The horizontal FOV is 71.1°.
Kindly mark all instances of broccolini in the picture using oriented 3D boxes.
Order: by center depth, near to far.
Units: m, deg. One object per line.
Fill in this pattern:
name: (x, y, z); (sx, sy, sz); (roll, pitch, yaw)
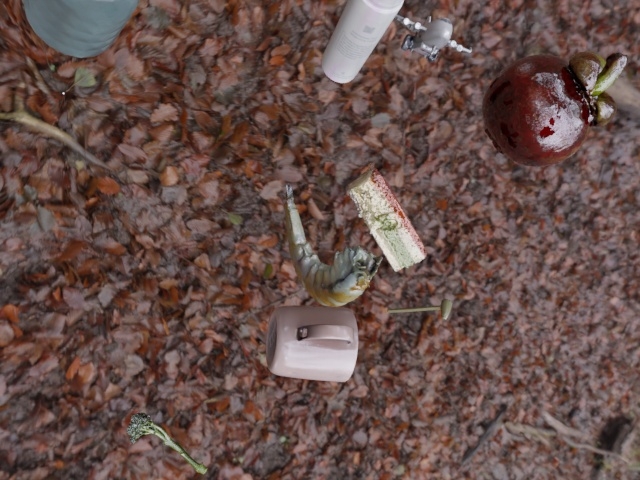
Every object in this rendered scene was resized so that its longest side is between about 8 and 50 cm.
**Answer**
broccolini: (-0.302, 0.401, 0.894); (0.194, 0.052, 0.054); (42, 85, -19)

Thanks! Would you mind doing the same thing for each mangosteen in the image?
mangosteen: (0.443, -0.264, 0.851); (0.257, 0.215, 0.215); (-32, 129, 29)

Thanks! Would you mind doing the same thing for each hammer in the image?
hammer: (0.269, 0.201, 1.248); (0.028, 0.195, 0.060); (53, 45, -27)

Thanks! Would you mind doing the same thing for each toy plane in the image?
toy plane: (0.274, -0.505, 1.117); (0.250, 0.255, 0.101); (20, 116, -11)

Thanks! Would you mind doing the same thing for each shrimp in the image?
shrimp: (0.001, 0.033, 0.902); (0.068, 0.287, 0.185); (-10, 132, -32)

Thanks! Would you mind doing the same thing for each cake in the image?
cake: (0.134, -0.055, 0.947); (0.086, 0.117, 0.220); (-31, 112, 14)

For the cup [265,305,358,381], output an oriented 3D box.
cup: (-0.020, 0.251, 1.128); (0.200, 0.253, 0.192); (8, 68, -17)

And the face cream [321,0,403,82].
face cream: (0.094, -0.467, 0.948); (0.101, 0.345, 0.102); (4, 77, -17)

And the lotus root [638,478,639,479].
lotus root: (0.441, 0.271, 0.350); (0.316, 0.316, 0.250); (35, 90, -33)

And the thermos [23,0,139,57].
thermos: (-0.348, -0.408, 0.682); (0.144, 0.286, 0.182); (12, 81, -39)
